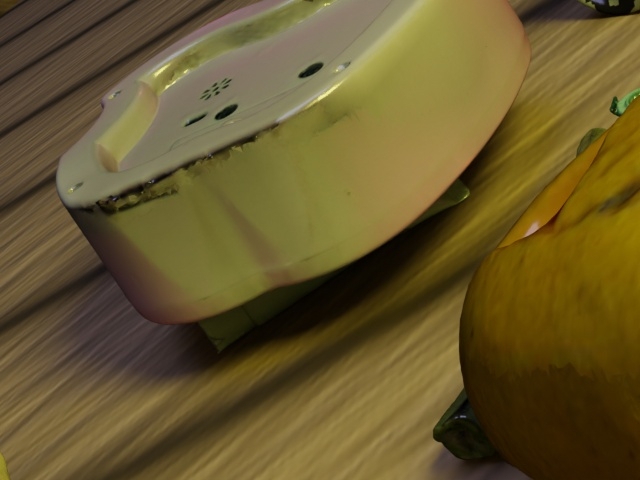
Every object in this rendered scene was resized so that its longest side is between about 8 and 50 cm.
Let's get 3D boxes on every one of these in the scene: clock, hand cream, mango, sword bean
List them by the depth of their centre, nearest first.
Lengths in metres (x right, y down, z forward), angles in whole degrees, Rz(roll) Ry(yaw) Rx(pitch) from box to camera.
[{"bbox_3d":[0.194,0.018,0.490,0.365,0.182,0.253,-22,25,53],"label":"mango"},{"bbox_3d":[0.128,0.019,0.741,0.043,0.038,0.269,10,41,24],"label":"sword bean"},{"bbox_3d":[0.000,0.000,0.930,0.205,0.050,0.078,-36,61,-6],"label":"hand cream"},{"bbox_3d":[-0.024,-0.091,0.938,0.339,0.102,0.338,-27,24,13],"label":"clock"}]

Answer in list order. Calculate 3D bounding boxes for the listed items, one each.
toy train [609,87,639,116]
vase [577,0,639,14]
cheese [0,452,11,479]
[{"bbox_3d":[0.201,-0.033,0.710,0.099,0.070,0.172,-9,31,25],"label":"toy train"},{"bbox_3d":[0.316,-0.337,1.084,0.360,0.165,0.165,-46,25,-22],"label":"vase"},{"bbox_3d":[-0.280,0.198,0.734,0.248,0.173,0.251,-40,20,7],"label":"cheese"}]
